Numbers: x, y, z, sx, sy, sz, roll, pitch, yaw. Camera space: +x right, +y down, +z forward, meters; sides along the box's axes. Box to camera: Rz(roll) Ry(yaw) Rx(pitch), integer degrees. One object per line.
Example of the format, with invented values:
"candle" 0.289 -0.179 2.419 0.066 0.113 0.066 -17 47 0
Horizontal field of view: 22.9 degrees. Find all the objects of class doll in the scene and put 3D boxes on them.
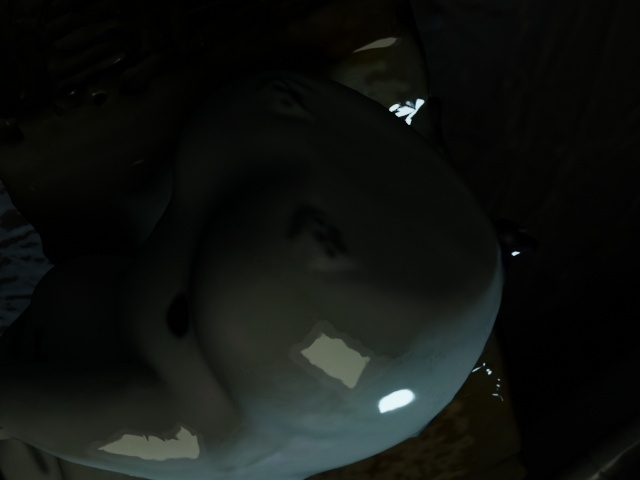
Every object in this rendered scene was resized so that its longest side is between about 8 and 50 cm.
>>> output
"doll" -0.032 0.035 0.458 0.180 0.110 0.107 -37 133 26

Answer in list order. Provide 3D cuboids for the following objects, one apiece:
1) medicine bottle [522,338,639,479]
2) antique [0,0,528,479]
"medicine bottle" 0.200 0.159 0.817 0.375 0.123 0.282 -41 128 22
"antique" 0.000 0.000 0.601 0.150 0.125 0.284 -22 136 9
